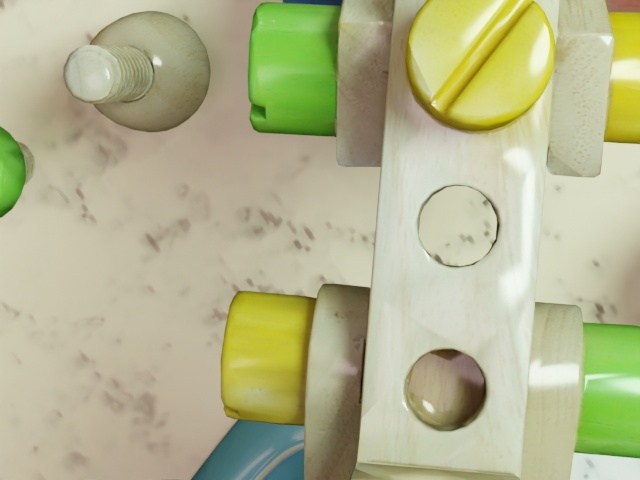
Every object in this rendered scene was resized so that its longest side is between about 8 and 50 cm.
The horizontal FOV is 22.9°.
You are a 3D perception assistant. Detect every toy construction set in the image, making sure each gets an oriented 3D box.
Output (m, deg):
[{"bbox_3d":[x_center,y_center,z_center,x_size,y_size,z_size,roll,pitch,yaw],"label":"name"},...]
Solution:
[{"bbox_3d":[0.000,0.000,0.411,0.308,0.237,0.257,29,100,5],"label":"toy construction set"}]

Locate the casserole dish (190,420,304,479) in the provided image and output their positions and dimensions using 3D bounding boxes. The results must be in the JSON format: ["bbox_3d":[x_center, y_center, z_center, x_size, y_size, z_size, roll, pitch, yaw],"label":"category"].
[{"bbox_3d":[-0.008,0.132,0.582,0.114,0.037,0.188,37,111,-2],"label":"casserole dish"}]
